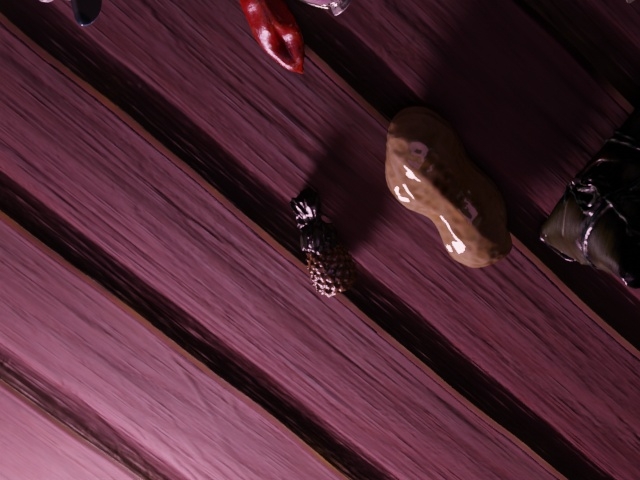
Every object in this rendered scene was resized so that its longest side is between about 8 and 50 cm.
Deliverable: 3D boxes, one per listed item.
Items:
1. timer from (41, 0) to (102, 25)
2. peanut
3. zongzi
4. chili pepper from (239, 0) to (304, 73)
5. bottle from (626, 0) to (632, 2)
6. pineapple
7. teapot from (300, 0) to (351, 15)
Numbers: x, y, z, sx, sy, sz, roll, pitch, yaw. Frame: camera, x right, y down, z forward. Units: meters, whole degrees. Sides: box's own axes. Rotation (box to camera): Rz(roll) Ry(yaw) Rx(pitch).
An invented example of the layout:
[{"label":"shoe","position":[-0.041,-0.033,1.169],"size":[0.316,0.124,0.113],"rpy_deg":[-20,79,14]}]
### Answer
[{"label":"timer","position":[-0.315,-0.340,1.543],"size":[0.175,0.255,0.175],"rpy_deg":[13,141,11]},{"label":"peanut","position":[0.171,-0.065,1.756],"size":[0.125,0.111,0.274],"rpy_deg":[-28,116,22]},{"label":"zongzi","position":[0.529,-0.053,1.691],"size":[0.362,0.319,0.383],"rpy_deg":[37,97,-16]},{"label":"chili pepper","position":[-0.066,-0.291,1.666],"size":[0.059,0.050,0.191],"rpy_deg":[-31,124,1]},{"label":"bottle","position":[0.455,-0.378,1.580],"size":[0.201,0.072,0.072],"rpy_deg":[-30,115,18]},{"label":"pineapple","position":[0.000,0.000,1.829],"size":[0.074,0.074,0.159],"rpy_deg":[-17,114,12]},{"label":"teapot","position":[0.005,-0.324,1.645],"size":[0.064,0.064,0.083],"rpy_deg":[31,150,-23]}]
